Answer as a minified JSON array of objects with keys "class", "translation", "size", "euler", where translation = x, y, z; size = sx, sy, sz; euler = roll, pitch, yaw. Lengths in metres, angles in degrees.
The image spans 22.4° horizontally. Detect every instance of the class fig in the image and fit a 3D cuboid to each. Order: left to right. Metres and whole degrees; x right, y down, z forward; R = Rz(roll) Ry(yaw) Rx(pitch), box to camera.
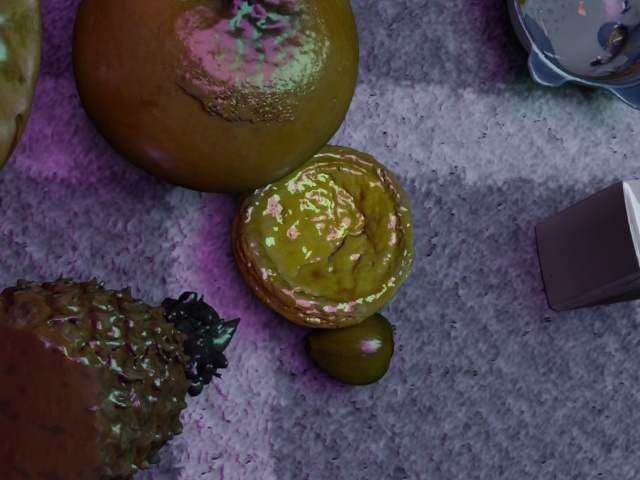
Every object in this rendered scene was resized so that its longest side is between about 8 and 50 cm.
[{"class":"fig","translation":[0.028,0.103,1.563],"size":[0.088,0.074,0.074],"euler":[1,79,-1]}]

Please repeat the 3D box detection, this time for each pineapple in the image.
[{"class":"pineapple","translation":[-0.189,0.114,1.378],"size":[0.202,0.362,0.202],"euler":[3,99,20]}]

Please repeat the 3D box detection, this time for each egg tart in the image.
[{"class":"egg tart","translation":[0.000,0.000,1.562],"size":[0.191,0.074,0.191],"euler":[4,67,-11]}]

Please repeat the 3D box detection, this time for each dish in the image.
[{"class":"dish","translation":[0.283,-0.237,1.700],"size":[0.236,0.086,0.228],"euler":[-29,90,-21]}]

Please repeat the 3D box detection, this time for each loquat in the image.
[{"class":"loquat","translation":[-0.096,-0.171,1.478],"size":[0.263,0.263,0.263],"euler":[3,78,-17]}]

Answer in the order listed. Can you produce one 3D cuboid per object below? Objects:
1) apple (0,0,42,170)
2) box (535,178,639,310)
[{"class":"apple","translation":[-0.423,-0.192,1.318],"size":[0.346,0.391,0.392],"euler":[6,77,6]},{"class":"box","translation":[0.374,-0.004,1.620],"size":[0.251,0.203,0.106],"euler":[-8,82,-18]}]
